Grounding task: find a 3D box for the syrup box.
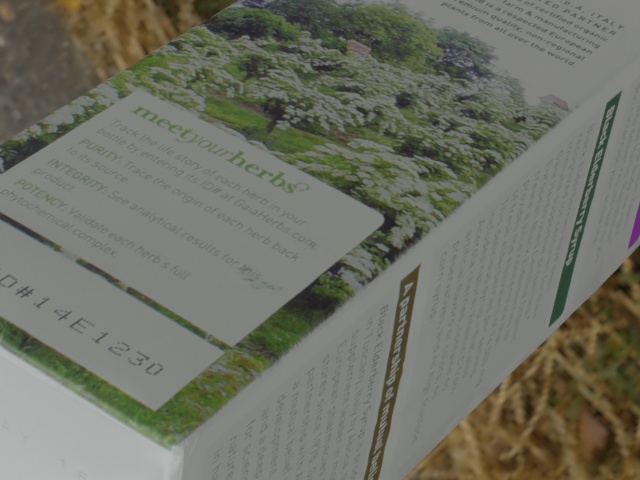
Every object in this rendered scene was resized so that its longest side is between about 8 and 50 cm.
[{"bbox_3d":[0.000,0.000,0.448,0.093,0.237,0.096,28,133,24],"label":"syrup box"}]
